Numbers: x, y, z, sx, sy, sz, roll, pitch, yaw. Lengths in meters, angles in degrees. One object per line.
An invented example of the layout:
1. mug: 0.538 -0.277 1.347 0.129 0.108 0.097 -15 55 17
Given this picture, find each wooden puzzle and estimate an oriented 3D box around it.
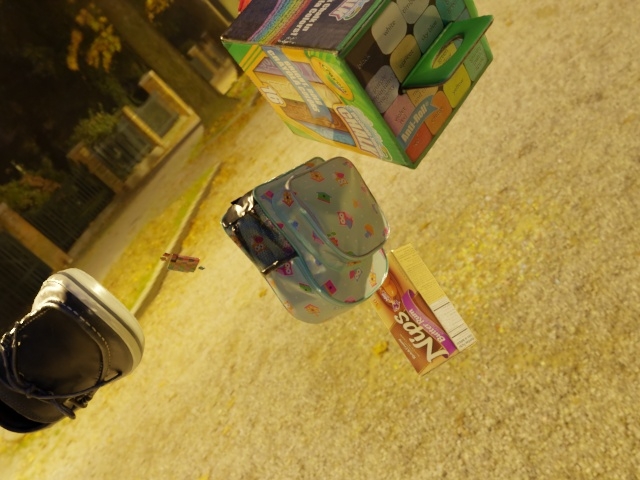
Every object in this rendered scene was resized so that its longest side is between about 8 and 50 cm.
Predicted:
1. wooden puzzle: -0.246 0.042 1.113 0.049 0.083 0.006 126 148 -50

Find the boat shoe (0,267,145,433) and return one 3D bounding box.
1. boat shoe: -0.418 0.197 0.975 0.500 0.187 0.156 -37 12 47

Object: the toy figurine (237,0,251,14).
1. toy figurine: -0.010 -0.348 1.027 0.362 0.191 0.217 -5 67 47

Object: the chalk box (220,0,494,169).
1. chalk box: 0.063 -0.213 0.701 0.289 0.179 0.180 27 75 46

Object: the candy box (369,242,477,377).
1. candy box: 0.151 0.112 0.992 0.053 0.187 0.109 -19 -19 -39

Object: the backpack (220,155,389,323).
1. backpack: 0.000 0.000 0.762 0.144 0.189 0.166 -26 5 39
